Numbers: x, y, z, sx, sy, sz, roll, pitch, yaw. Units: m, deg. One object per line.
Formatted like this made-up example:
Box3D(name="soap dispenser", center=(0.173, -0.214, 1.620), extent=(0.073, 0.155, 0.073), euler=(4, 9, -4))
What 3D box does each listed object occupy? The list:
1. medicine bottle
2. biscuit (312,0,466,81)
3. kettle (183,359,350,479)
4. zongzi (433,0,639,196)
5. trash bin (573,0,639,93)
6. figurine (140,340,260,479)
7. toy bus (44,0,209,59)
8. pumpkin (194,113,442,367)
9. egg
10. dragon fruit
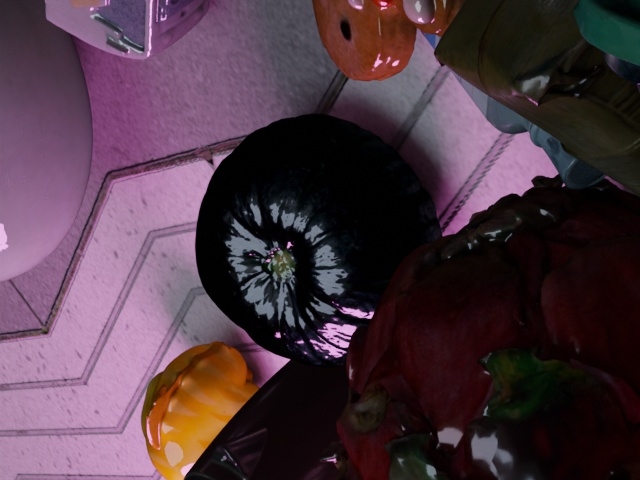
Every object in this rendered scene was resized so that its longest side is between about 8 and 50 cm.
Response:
Box3D(name="medicine bottle", center=(0.118, -0.120, 1.168), extent=(0.208, 0.053, 0.090), euler=(57, 152, 31))
Box3D(name="biscuit", center=(0.043, -0.221, 1.158), extent=(0.324, 0.049, 0.205), euler=(110, 140, -55))
Box3D(name="kettle", center=(-0.007, 0.188, 1.507), extent=(0.144, 0.232, 0.202), euler=(31, 142, 32))
Box3D(name="zongzi", center=(0.224, -0.157, 1.022), extent=(0.250, 0.274, 0.125), euler=(28, -178, -41))
Box3D(name="trash bin", center=(0.285, -0.206, 0.740), extent=(0.295, 0.259, 0.381), euler=(28, 138, 34))
Box3D(name="figurine", center=(-0.099, 0.194, 1.750), extent=(0.156, 0.131, 0.246), euler=(23, 151, 35))
Box3D(name="toy bus", center=(-0.140, -0.289, 1.352), extent=(0.138, 0.097, 0.343), euler=(31, 141, 20))
Box3D(name="pumpkin", center=(0.000, 0.000, 1.406), extent=(0.202, 0.140, 0.202), euler=(12, 115, 28))
Box3D(name="egg", center=(-0.351, -0.141, 1.588), extent=(0.276, 0.276, 0.389), euler=(-13, 109, 56))
Box3D(name="dragon fruit", center=(0.161, 0.127, 1.153), extent=(0.329, 0.329, 0.329), euler=(33, 143, 29))
